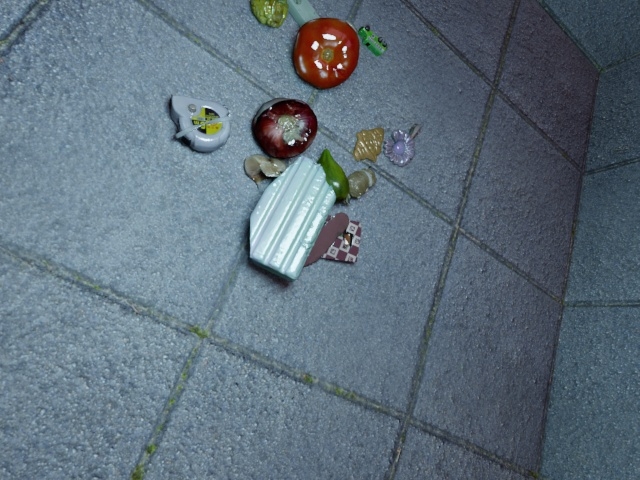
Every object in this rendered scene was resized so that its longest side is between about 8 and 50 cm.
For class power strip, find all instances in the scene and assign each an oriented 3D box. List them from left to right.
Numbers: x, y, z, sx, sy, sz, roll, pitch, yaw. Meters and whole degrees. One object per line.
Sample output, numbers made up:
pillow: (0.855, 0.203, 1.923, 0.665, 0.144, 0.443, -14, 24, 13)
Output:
power strip: (-0.086, -1.046, 1.892, 0.385, 0.062, 0.091, 50, 62, -14)

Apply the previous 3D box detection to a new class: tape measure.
tape measure: (-0.437, -0.430, 1.550, 0.235, 0.120, 0.198, 1, 75, -25)

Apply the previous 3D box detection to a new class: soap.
soap: (-0.115, -0.094, 1.608, 0.261, 0.156, 0.447, 26, 79, 0)

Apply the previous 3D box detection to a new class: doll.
doll: (0.161, -0.250, 1.877, 0.221, 0.105, 0.115, -41, 144, -21)

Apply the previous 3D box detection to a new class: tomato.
tomato: (0.022, -0.820, 1.805, 0.298, 0.298, 0.226, 40, 24, -18)

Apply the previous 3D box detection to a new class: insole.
insole: (0.000, 0.000, 1.752, 0.327, 0.007, 0.111, -42, 104, -14)

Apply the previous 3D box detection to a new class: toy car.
toy car: (0.256, -0.997, 2.078, 0.165, 0.071, 0.063, 34, 81, -21)

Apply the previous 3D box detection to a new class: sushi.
sushi: (0.036, -0.016, 1.793, 0.279, 0.043, 0.193, 8, 84, -14)

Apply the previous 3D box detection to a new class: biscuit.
biscuit: (0.238, -0.468, 2.001, 0.162, 0.035, 0.250, 49, 60, -19)

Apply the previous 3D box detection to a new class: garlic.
garlic: (-0.217, -0.288, 1.677, 0.174, 0.099, 0.124, 0, 62, -34)

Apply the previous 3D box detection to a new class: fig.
fig: (0.028, -0.261, 1.772, 0.167, 0.167, 0.234, -31, 81, -30)

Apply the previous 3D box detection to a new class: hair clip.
hair clip: (0.436, -0.504, 2.095, 0.173, 0.069, 0.300, 48, 63, -15)

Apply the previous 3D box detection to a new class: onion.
onion: (-0.142, -0.449, 1.710, 0.271, 0.195, 0.272, -2, 66, 4)

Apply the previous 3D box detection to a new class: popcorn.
popcorn: (-0.210, -1.002, 1.780, 0.173, 0.142, 0.174, 6, 60, -11)

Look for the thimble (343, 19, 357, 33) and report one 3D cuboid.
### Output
thimble: (0.114, -0.973, 1.978, 0.102, 0.090, 0.115, -30, 96, -30)
